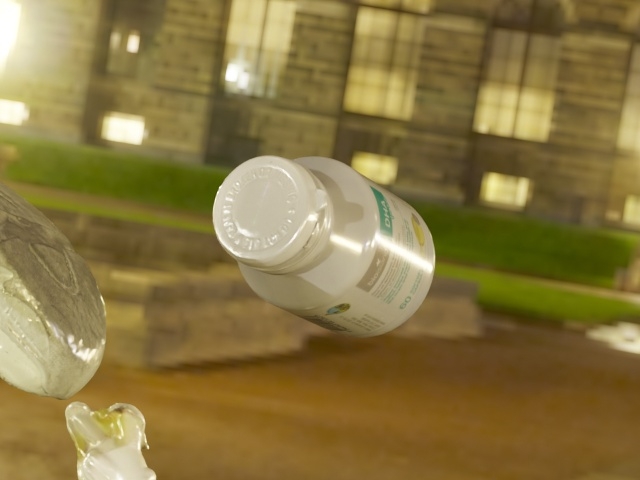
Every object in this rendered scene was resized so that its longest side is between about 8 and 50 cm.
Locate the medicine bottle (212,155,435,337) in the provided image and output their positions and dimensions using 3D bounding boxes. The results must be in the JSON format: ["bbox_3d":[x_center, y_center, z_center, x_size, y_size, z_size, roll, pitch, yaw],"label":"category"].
[{"bbox_3d":[0.000,0.000,1.659,0.135,0.135,0.215,10,-9,29],"label":"medicine bottle"}]

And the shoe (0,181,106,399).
[{"bbox_3d":[-0.302,0.031,1.297,0.342,0.210,0.132,38,8,21],"label":"shoe"}]

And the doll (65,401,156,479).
[{"bbox_3d":[-0.159,0.354,1.823,0.348,0.423,0.161,31,3,8],"label":"doll"}]
